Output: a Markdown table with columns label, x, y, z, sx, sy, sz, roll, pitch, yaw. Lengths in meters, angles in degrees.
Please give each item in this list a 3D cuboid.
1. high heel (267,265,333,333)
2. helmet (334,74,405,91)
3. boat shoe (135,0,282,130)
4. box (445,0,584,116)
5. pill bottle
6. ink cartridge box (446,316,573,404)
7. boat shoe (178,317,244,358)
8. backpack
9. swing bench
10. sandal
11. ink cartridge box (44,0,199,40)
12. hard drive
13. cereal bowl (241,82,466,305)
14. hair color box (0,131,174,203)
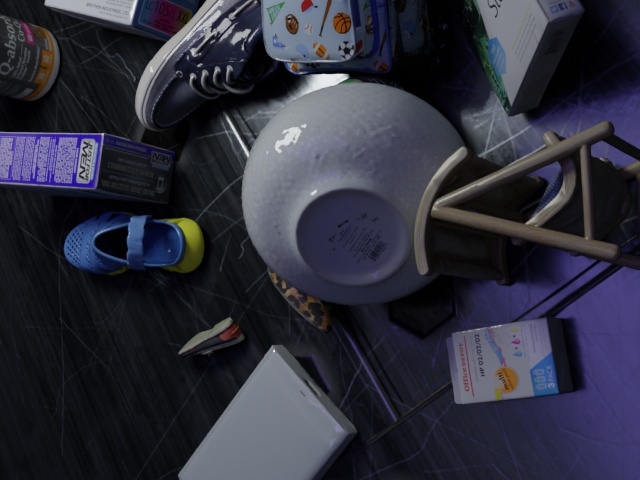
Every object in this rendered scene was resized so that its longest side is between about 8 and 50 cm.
| label | x | y | z | sx | sy | sz | roll | pitch | yaw |
| --- | --- | --- | --- | --- | --- | --- | --- | --- | --- |
| high heel | 0.000 | 0.000 | 1.449 | 0.186 | 0.093 | 0.261 | -42 | 59 | 25 |
| helmet | 0.066 | -0.169 | 1.379 | 0.169 | 0.169 | 0.162 | 33 | 92 | 32 |
| boat shoe | -0.185 | -0.294 | 1.579 | 0.340 | 0.127 | 0.158 | -50 | 54 | 19 |
| box | 0.234 | -0.363 | 1.254 | 0.058 | 0.232 | 0.322 | -19 | 69 | -9 |
| pill bottle | -0.681 | -0.384 | 1.837 | 0.162 | 0.278 | 0.162 | -3 | 85 | 34 |
| ink cartridge box | 0.251 | 0.173 | 1.280 | 0.181 | 0.061 | 0.104 | -14 | 77 | 33 |
| boat shoe | -0.192 | 0.180 | 1.593 | 0.137 | 0.049 | 0.043 | -29 | 109 | 29 |
| backpack | 0.033 | -0.381 | 1.363 | 0.276 | 0.213 | 0.264 | 8 | 105 | 37 |
| swing bench | 0.284 | -0.034 | 1.161 | 0.254 | 0.253 | 0.165 | -6 | 82 | 33 |
| sandal | -0.369 | 0.002 | 1.675 | 0.317 | 0.138 | 0.126 | -5 | 85 | 36 |
| ink cartridge box | -0.330 | -0.588 | 1.693 | 0.270 | 0.151 | 0.396 | 21 | 98 | 35 |
| hard drive | -0.095 | 0.355 | 1.512 | 0.203 | 0.040 | 0.308 | 46 | 110 | 29 |
| cereal bowl | 0.049 | -0.041 | 1.276 | 0.338 | 0.141 | 0.339 | 3 | 121 | 5 |
| hair color box | -0.463 | -0.138 | 1.721 | 0.338 | 0.185 | 0.110 | 7 | 88 | 34 |
